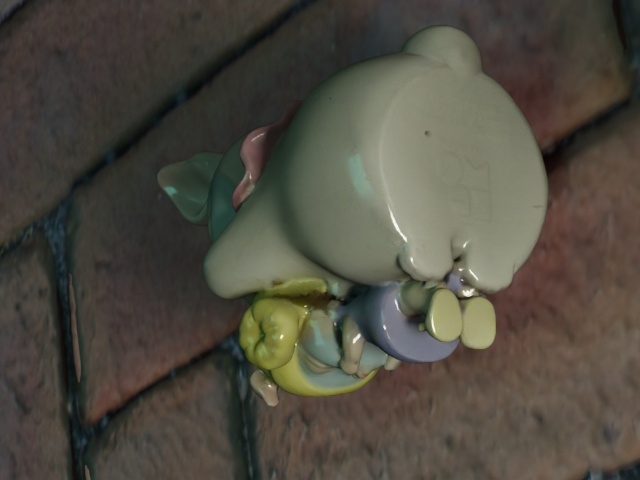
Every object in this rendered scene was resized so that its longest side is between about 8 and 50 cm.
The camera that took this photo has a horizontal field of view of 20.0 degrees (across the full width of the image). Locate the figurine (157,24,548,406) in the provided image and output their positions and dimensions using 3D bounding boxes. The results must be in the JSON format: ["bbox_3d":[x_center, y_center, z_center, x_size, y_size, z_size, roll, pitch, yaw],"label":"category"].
[{"bbox_3d":[0.000,0.000,0.902,0.235,0.127,0.155,-22,76,54],"label":"figurine"}]
